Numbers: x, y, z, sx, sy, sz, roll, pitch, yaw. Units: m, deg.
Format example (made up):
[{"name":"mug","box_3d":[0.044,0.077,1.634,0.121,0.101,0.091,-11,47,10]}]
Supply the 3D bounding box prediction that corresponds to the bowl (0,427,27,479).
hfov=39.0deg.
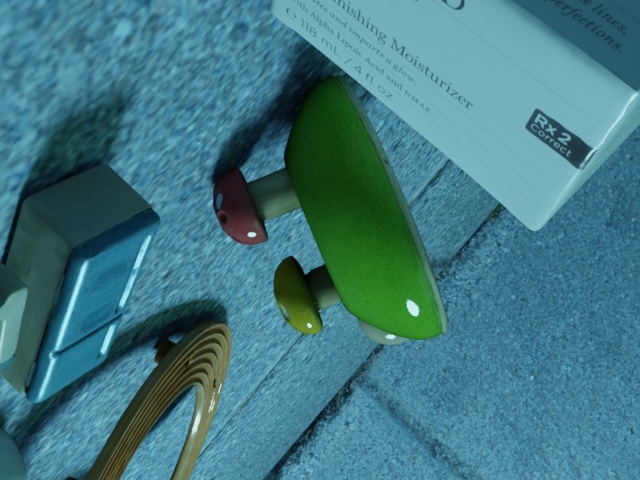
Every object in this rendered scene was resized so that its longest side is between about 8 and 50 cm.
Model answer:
[{"name":"bowl","box_3d":[-0.240,0.180,0.530,0.142,0.053,0.142,-51,168,4]}]

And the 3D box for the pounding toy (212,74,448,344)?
[{"name":"pounding toy","box_3d":[0.000,0.000,0.618,0.110,0.183,0.237,-22,170,0]}]

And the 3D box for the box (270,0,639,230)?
[{"name":"box","box_3d":[0.103,-0.139,0.428,0.182,0.181,0.119,-42,166,-24]}]

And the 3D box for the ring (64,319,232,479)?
[{"name":"ring","box_3d":[-0.165,0.218,0.773,0.336,0.032,0.337,24,90,-82]}]

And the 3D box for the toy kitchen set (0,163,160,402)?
[{"name":"toy kitchen set","box_3d":[-0.125,0.092,0.383,0.207,0.166,0.122,-34,161,-47]}]
